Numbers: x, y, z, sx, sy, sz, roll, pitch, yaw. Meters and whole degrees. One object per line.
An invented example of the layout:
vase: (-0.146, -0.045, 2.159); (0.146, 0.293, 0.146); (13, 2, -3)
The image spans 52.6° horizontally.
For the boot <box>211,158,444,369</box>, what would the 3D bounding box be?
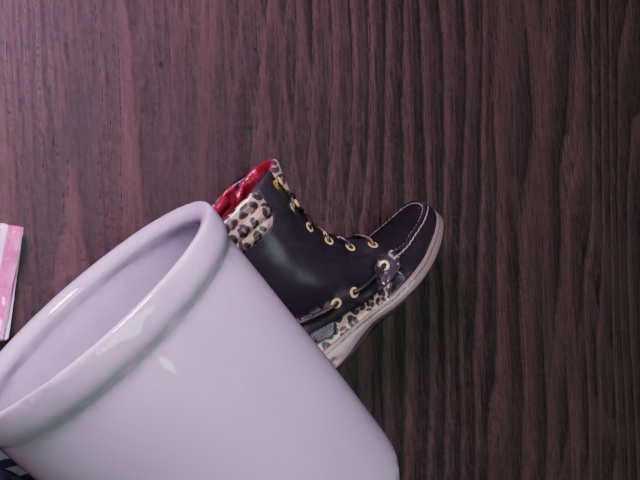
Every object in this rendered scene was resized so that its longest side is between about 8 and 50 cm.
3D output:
boot: (0.000, 0.000, 0.961); (0.377, 0.138, 0.284); (-45, 110, -18)

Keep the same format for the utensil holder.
utensil holder: (-0.133, 0.203, 0.744); (0.328, 0.327, 0.385); (-48, 112, -26)

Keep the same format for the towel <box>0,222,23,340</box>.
towel: (-0.448, 0.038, 0.728); (0.197, 0.029, 0.144); (9, 81, -32)

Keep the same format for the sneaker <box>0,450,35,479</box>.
sneaker: (-0.363, 0.278, 0.688); (0.350, 0.148, 0.131); (35, 70, -21)
